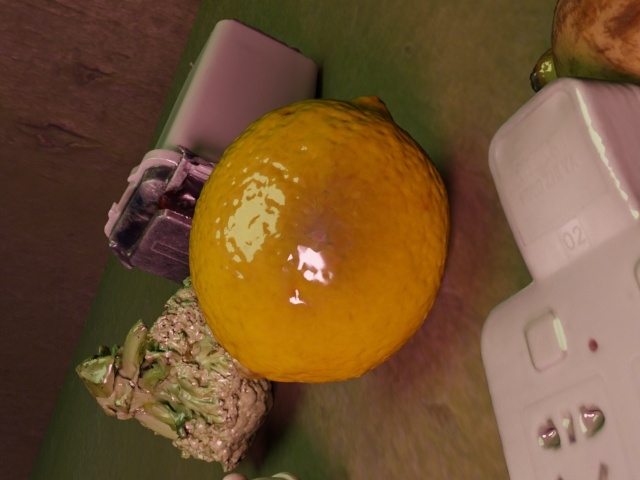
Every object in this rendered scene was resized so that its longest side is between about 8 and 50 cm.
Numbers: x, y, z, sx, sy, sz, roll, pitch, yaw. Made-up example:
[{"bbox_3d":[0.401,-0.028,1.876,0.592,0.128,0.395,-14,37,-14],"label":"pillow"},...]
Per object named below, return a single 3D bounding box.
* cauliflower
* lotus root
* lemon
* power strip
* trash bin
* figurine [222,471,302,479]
[{"bbox_3d":[-0.189,0.178,1.151,0.272,0.250,0.275,-138,45,-69],"label":"cauliflower"},{"bbox_3d":[0.215,-0.149,0.569,0.214,0.138,0.139,131,149,-63],"label":"lotus root"},{"bbox_3d":[0.000,0.001,0.838,0.267,0.267,0.267,-50,31,46],"label":"lemon"},{"bbox_3d":[0.202,0.039,0.505,0.229,0.141,0.261,-44,49,53],"label":"power strip"},{"bbox_3d":[-0.129,-0.130,1.283,0.296,0.255,0.368,-46,25,53],"label":"trash bin"},{"bbox_3d":[-0.063,0.339,0.907,0.257,0.144,0.182,-58,5,40],"label":"figurine"}]
